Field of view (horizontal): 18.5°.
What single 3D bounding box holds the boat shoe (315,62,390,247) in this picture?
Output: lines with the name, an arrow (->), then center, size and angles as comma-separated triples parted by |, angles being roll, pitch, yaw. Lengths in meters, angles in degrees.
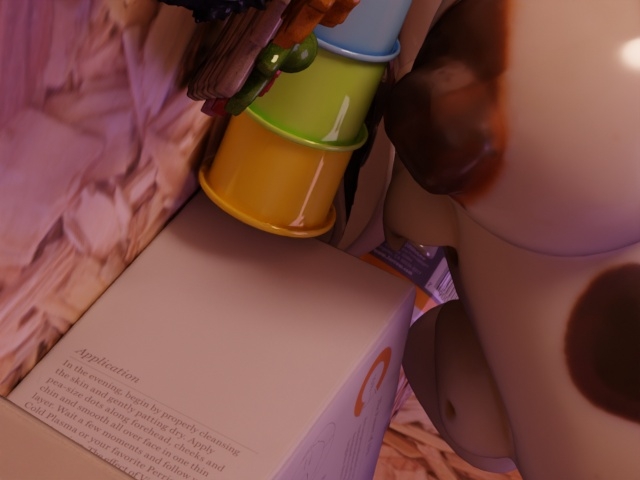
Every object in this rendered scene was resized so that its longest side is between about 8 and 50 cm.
boat shoe -> 0.003, -0.059, 1.395 | 0.079, 0.084, 0.233 | -48, 164, -32

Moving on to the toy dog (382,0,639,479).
toy dog -> 0.163, -0.006, 1.279 | 0.395, 0.284, 0.408 | -93, 170, -48

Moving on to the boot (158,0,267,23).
boot -> -0.028, -0.195, 0.794 | 0.207, 0.094, 0.246 | -63, 176, -1

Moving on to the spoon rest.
spoon rest -> 0.000, 0.000, 1.531 | 0.137, 0.084, 0.276 | -109, -146, -48

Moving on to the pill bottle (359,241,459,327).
pill bottle -> 0.102, -0.041, 1.721 | 0.278, 0.162, 0.162 | -57, 170, -17

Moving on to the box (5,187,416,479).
box -> -0.101, 0.166, 1.242 | 0.345, 0.168, 0.215 | -50, 159, -42

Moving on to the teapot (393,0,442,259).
teapot -> 0.148, -0.141, 1.579 | 0.187, 0.252, 0.256 | -27, 173, 40

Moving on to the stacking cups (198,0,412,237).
stacking cups -> 0.018, -0.154, 1.193 | 0.096, 0.096, 0.316 | -42, 158, -59

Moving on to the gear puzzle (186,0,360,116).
gear puzzle -> 0.002, -0.135, 0.990 | 0.175, 0.044, 0.339 | -59, -172, -1

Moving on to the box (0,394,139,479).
box -> -0.104, 0.161, 0.956 | 0.094, 0.275, 0.113 | -58, 172, -9
